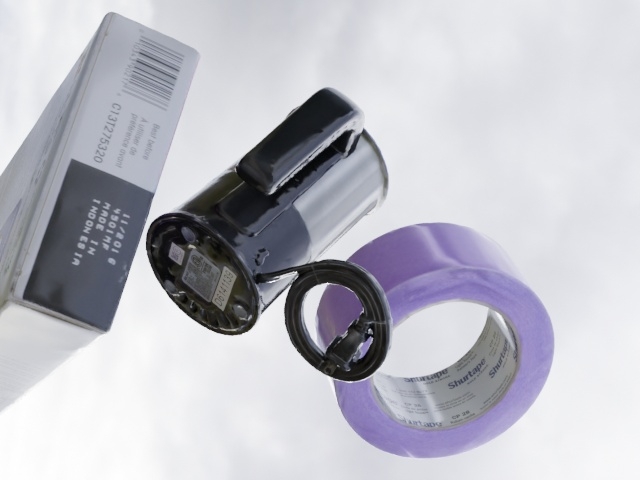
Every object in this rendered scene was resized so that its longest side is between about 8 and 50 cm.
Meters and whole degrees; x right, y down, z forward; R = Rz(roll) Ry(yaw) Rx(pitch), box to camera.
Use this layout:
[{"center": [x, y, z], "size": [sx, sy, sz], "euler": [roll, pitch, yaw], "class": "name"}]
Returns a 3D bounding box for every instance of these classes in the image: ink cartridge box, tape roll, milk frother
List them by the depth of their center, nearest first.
[{"center": [0.000, 0.000, 0.766], "size": [0.135, 0.143, 0.129], "euler": [-43, -177, -37], "class": "milk frother"}, {"center": [-0.187, 0.010, 0.840], "size": [0.371, 0.069, 0.176], "euler": [-30, -139, 59], "class": "ink cartridge box"}, {"center": [0.094, 0.085, 1.101], "size": [0.080, 0.189, 0.189], "euler": [-117, -136, -58], "class": "tape roll"}]
